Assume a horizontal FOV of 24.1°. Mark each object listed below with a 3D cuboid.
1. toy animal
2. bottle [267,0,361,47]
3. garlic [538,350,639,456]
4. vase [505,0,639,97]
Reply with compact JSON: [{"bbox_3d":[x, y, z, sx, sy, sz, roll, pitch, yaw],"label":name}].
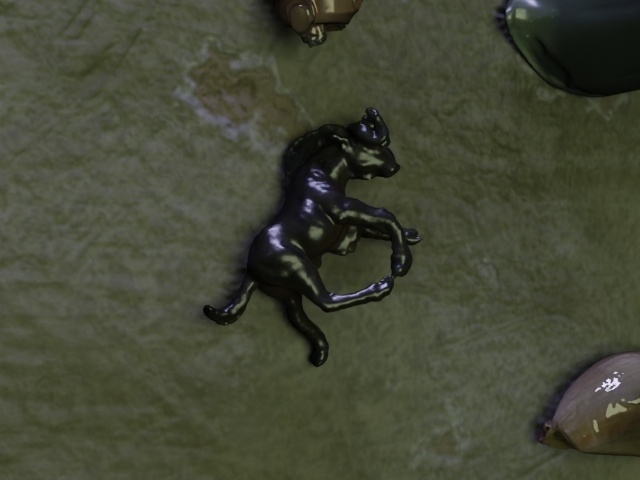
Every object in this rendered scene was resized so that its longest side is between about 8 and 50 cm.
[{"bbox_3d":[0.000,0.000,1.311,0.148,0.084,0.232,39,80,-4],"label":"toy animal"},{"bbox_3d":[-0.004,-0.244,1.289,0.099,0.099,0.152,-12,101,-26],"label":"bottle"},{"bbox_3d":[0.309,0.159,1.456,0.196,0.087,0.101,0,104,-29],"label":"garlic"},{"bbox_3d":[0.354,-0.217,1.361,0.251,0.301,0.156,-5,94,-35],"label":"vase"}]
